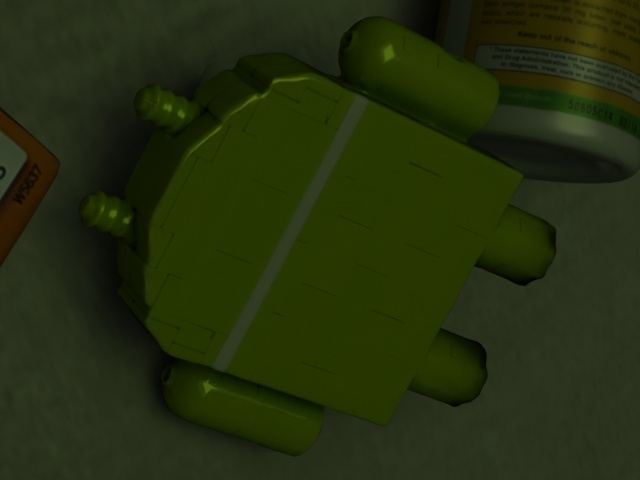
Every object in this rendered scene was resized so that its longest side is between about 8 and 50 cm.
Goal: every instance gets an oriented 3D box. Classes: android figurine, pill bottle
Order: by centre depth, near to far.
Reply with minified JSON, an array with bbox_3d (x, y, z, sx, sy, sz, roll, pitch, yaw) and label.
[{"bbox_3d":[0.000,0.000,0.947,0.273,0.056,0.248,21,102,-32],"label":"android figurine"},{"bbox_3d":[0.147,-0.168,1.067,0.136,0.136,0.246,16,80,-38],"label":"pill bottle"}]

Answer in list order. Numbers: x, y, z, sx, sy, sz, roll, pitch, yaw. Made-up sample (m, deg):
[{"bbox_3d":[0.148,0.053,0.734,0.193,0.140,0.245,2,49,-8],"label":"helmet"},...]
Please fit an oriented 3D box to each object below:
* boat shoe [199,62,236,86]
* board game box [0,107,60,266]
[{"bbox_3d":[-0.008,-0.032,0.996,0.184,0.066,0.063,42,64,-42],"label":"boat shoe"},{"bbox_3d":[-0.376,0.018,0.503,0.356,0.356,0.356,42,65,-32],"label":"board game box"}]
